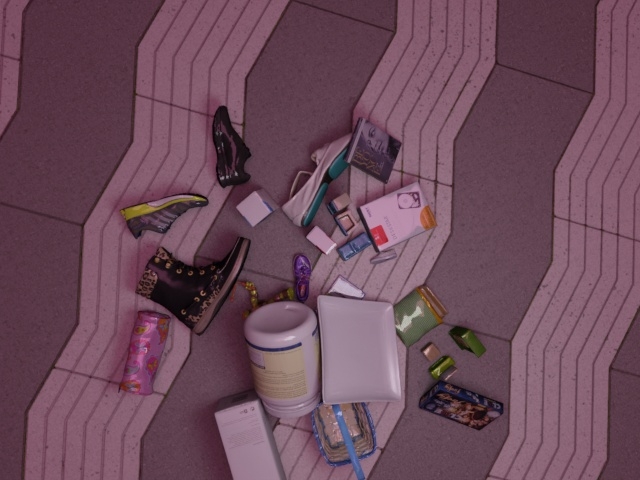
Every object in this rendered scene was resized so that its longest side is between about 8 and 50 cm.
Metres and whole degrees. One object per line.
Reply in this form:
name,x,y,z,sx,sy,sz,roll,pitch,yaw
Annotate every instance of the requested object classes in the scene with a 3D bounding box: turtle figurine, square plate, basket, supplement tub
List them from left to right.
turtle figurine,-0.185,0.257,1.918,0.218,0.087,0.269,-16,83,12
supplement tub,-0.113,0.387,1.788,0.236,0.235,0.324,-9,113,-5
basket,0.078,0.629,1.829,0.201,0.289,0.254,-17,93,0
square plate,0.125,0.367,1.832,0.348,0.049,0.343,11,68,-37

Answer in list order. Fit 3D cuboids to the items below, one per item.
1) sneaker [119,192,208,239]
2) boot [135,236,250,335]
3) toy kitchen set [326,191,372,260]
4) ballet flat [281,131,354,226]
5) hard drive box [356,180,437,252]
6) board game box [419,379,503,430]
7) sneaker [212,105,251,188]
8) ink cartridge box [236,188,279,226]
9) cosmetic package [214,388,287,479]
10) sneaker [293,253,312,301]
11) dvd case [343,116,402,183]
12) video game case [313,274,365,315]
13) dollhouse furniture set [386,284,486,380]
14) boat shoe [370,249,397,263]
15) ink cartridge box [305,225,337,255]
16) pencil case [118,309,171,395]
sneaker,-0.531,-0.090,1.902,0.300,0.111,0.121,-14,100,0
boot,-0.432,0.105,1.870,0.284,0.138,0.377,30,100,-3
toy kitchen set,0.085,-0.044,1.914,0.122,0.166,0.207,-34,91,-5
ballet flat,-0.005,-0.239,1.942,0.139,0.139,0.400,33,87,-3
hard drive box,0.274,-0.083,1.972,0.232,0.089,0.180,-25,90,-5
board game box,0.495,0.585,1.939,0.244,0.165,0.042,21,47,-4
sneaker,-0.312,-0.331,1.930,0.130,0.109,0.285,-7,98,-12
ink cartridge box,-0.214,-0.117,1.910,0.090,0.143,0.092,-39,92,12
cosmetic package,-0.227,0.709,1.849,0.155,0.197,0.365,-15,88,-5
sneaker,-0.060,0.133,1.943,0.069,0.071,0.169,-4,88,-5
dvd case,0.189,-0.317,1.947,0.221,0.018,0.164,23,86,-37
video game case,0.068,0.225,1.980,0.119,0.015,0.166,37,85,-4
dollhouse furniture set,0.395,0.325,1.937,0.198,0.151,0.301,-39,92,-5
boat shoe,0.227,0.057,1.994,0.100,0.035,0.035,-18,63,-2
ink cartridge box,0.000,0.000,1.921,0.099,0.135,0.056,42,88,-2
pencil case,-0.599,0.382,1.866,0.124,0.124,0.283,13,88,-5
